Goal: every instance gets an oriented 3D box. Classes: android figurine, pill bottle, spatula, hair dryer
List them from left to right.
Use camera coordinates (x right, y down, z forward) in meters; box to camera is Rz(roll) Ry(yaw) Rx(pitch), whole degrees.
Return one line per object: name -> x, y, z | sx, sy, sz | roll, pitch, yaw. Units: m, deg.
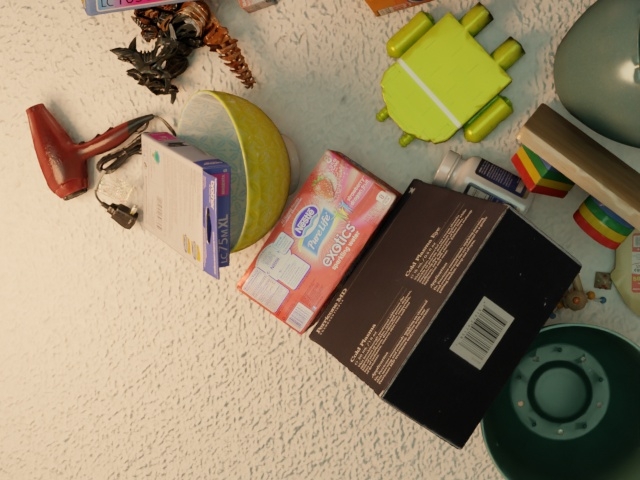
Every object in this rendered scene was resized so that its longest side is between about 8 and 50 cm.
hair dryer -> -0.436, -0.174, 1.756 | 0.293, 0.080, 0.224 | 26, 90, -3
android figurine -> 0.221, -0.284, 1.627 | 0.273, 0.056, 0.248 | -44, 86, 10
pill bottle -> 0.286, -0.091, 1.608 | 0.169, 0.094, 0.094 | 29, 98, 7
spatula -> 0.470, 0.282, 1.638 | 0.168, 0.019, 0.242 | 31, 99, 8

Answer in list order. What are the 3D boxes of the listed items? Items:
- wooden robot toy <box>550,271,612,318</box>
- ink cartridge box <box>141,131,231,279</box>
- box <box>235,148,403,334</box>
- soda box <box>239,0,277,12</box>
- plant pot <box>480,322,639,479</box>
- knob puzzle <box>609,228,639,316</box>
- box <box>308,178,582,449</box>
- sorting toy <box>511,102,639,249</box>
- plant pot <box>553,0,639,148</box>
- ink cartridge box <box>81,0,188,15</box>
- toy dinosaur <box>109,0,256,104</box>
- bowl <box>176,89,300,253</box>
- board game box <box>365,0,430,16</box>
wooden robot toy -> 0.434, 0.096, 1.602 | 0.173, 0.079, 0.076 | -19, 90, 11
ink cartridge box -> -0.229, -0.068, 1.603 | 0.065, 0.311, 0.186 | -9, 113, -29
box -> 0.000, 0.000, 1.642 | 0.154, 0.142, 0.300 | 34, 99, 6
soda box -> -0.137, -0.516, 1.676 | 0.063, 0.058, 0.183 | -16, 92, 11
plant pot -> 0.411, 0.270, 1.521 | 0.293, 0.235, 0.293 | 0, 91, 9
knob puzzle -> 0.603, 0.061, 1.593 | 0.213, 0.030, 0.213 | 1, 94, 10
box -> 0.188, 0.102, 1.481 | 0.179, 0.312, 0.343 | 35, 88, -24
sorting toy -> 0.428, -0.100, 1.510 | 0.257, 0.255, 0.089 | 38, 115, 6
plant pot -> 0.498, -0.281, 1.489 | 0.195, 0.290, 0.290 | 0, 95, 47
ink cartridge box -> -0.285, -0.587, 1.491 | 0.270, 0.395, 0.151 | -15, 51, -19
toy dinosaur -> -0.264, -0.381, 1.670 | 0.322, 0.164, 0.218 | 33, 82, 28
bowl -> -0.130, -0.127, 1.634 | 0.156, 0.289, 0.289 | -10, 92, -31
board game box -> 0.192, -0.606, 1.457 | 0.356, 0.356, 0.356 | -14, 91, 11
